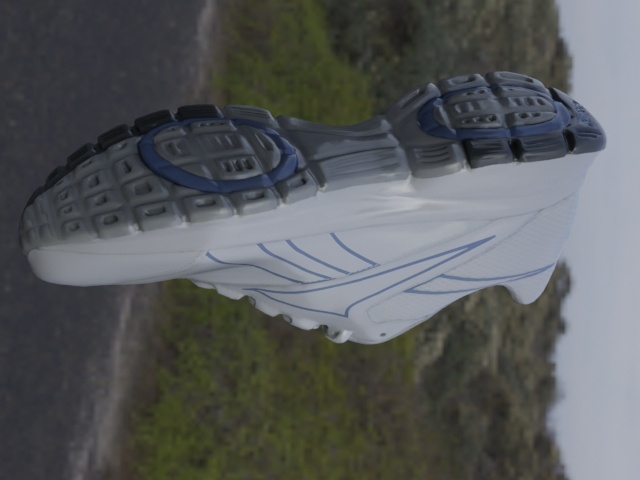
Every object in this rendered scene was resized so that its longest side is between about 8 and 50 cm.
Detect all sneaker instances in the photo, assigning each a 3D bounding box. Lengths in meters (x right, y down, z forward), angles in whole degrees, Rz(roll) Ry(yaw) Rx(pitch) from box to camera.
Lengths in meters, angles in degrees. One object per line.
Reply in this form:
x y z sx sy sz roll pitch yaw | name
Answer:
0.000 0.000 0.741 0.111 0.297 0.129 -110 -163 -55 | sneaker
